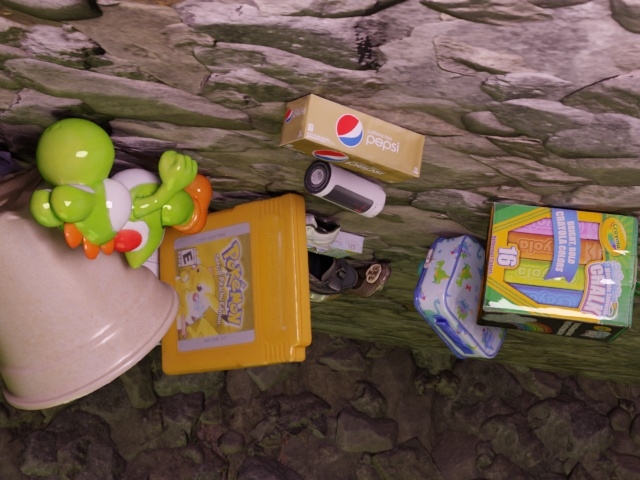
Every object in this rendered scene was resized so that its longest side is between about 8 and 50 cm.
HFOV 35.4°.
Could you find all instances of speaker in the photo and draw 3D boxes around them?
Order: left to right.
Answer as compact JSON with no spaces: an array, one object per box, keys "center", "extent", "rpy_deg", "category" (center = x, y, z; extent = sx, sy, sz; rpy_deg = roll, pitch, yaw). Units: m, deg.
[{"center":[0.038,-0.077,1.511],"extent":[0.055,0.055,0.136],"rpy_deg":[-1,165,40],"category":"speaker"}]

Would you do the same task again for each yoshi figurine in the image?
[{"center":[-0.310,-0.095,1.523],"extent":[0.203,0.203,0.362],"rpy_deg":[47,-166,13],"category":"yoshi figurine"}]

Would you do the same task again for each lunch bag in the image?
[{"center":[0.266,0.109,1.852],"extent":[0.090,0.176,0.219],"rpy_deg":[-5,142,41],"category":"lunch bag"}]

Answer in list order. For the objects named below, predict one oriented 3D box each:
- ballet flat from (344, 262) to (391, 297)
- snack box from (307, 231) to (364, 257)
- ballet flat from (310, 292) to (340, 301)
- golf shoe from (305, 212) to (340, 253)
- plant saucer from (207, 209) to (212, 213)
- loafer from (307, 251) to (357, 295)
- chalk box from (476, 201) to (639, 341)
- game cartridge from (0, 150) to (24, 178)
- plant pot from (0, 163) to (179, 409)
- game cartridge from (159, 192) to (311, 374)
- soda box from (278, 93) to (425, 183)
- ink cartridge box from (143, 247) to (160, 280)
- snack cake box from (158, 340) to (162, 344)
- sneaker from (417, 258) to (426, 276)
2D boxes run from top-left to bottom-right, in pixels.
[{"center":[0.084,0.084,2.267],"extent":[0.058,0.084,0.250],"rpy_deg":[38,164,-16],"category":"ballet flat"},{"center":[0.000,0.000,1.971],"extent":[0.141,0.037,0.100],"rpy_deg":[13,169,-25],"category":"snack box"},{"center":[-0.046,0.116,2.453],"extent":[0.232,0.080,0.073],"rpy_deg":[13,-153,-19],"category":"ballet flat"},{"center":[-0.046,-0.033,1.828],"extent":[0.176,0.069,0.086],"rpy_deg":[11,149,-26],"category":"golf shoe"},{"center":[-0.321,-0.046,1.977],"extent":[0.277,0.041,0.278],"rpy_deg":[9,169,2],"category":"plant saucer"},{"center":[-0.010,0.055,2.132],"extent":[0.267,0.096,0.084],"rpy_deg":[20,158,-39],"category":"loafer"},{"center":[0.405,0.055,1.592],"extent":[0.288,0.179,0.180],"rpy_deg":[6,168,7],"category":"chalk box"},{"center":[-0.658,-0.161,1.613],"extent":[0.230,0.068,0.355],"rpy_deg":[10,170,11],"category":"game cartridge"},{"center":[-0.450,0.053,1.648],"extent":[0.333,0.334,0.306],"rpy_deg":[-2,124,43],"category":"plant pot"},{"center":[-0.157,0.083,1.760],"extent":[0.323,0.286,0.052],"rpy_deg":[-12,166,38],"category":"game cartridge"},{"center":[0.042,-0.125,1.256],"extent":[0.181,0.058,0.061],"rpy_deg":[15,167,-32],"category":"soda box"},{"center":[-0.386,0.021,1.954],"extent":[0.353,0.119,0.207],"rpy_deg":[15,166,-27],"category":"ink cartridge box"},{"center":[-0.285,0.156,1.944],"extent":[0.264,0.089,0.152],"rpy_deg":[-4,177,-20],"category":"snack cake box"},{"center":[0.273,0.077,2.061],"extent":[0.110,0.107,0.275],"rpy_deg":[42,-172,19],"category":"sneaker"}]
